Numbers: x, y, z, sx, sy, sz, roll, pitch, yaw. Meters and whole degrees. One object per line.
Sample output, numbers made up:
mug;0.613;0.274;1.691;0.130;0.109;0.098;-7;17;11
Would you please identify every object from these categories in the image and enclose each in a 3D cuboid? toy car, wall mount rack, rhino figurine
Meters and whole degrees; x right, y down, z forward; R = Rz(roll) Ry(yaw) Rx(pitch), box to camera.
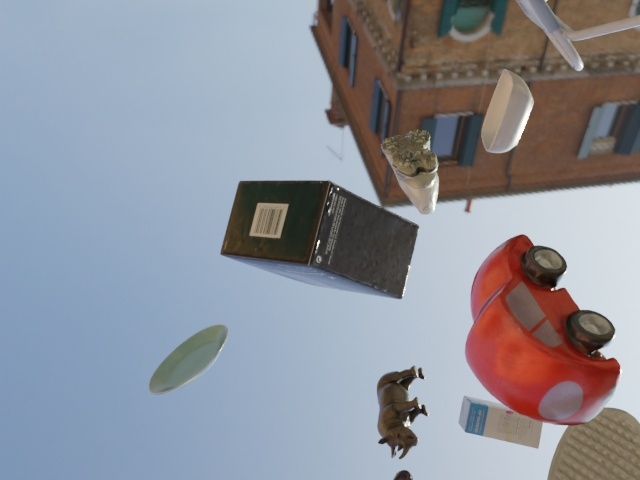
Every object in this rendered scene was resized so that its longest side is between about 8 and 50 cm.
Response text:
toy car;0.134;0.100;0.285;0.053;0.225;0.239;-8;-99;-21
wall mount rack;0.290;-0.361;0.889;0.130;0.350;0.304;-38;-154;17
rhino figurine;0.163;0.353;1.478;0.106;0.073;0.243;-25;-153;19

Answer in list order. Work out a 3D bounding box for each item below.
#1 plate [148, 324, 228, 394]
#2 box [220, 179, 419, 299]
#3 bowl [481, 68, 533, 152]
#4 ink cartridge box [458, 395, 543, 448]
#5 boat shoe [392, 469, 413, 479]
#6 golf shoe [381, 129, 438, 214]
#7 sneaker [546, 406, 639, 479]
plate;-0.248;0.233;1.389;0.188;0.024;0.188;-30;-160;12
box;0.000;0.000;1.558;0.294;0.183;0.296;21;170;-42
bowl;0.349;-0.235;1.343;0.053;0.142;0.142;16;-154;-1
ink cartridge box;0.373;0.361;1.429;0.181;0.062;0.104;12;177;5
boat shoe;0.127;0.449;1.221;0.046;0.038;0.125;21;-114;12
golf shoe;0.124;-0.094;0.976;0.069;0.086;0.176;-11;-155;9
sneaker;0.325;0.356;0.821;0.126;0.127;0.321;-6;-134;30
